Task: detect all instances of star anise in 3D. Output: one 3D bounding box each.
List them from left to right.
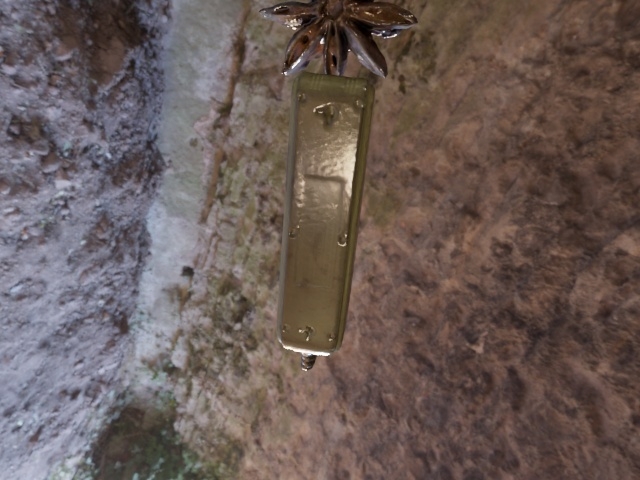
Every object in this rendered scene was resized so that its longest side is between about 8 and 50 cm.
[{"bbox_3d":[0.035,-0.463,0.918,0.331,0.332,0.117,-68,168,17],"label":"star anise"}]

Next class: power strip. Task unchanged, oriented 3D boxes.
[{"bbox_3d":[0.000,0.000,0.552,0.066,0.092,0.387,-60,158,-66],"label":"power strip"}]
